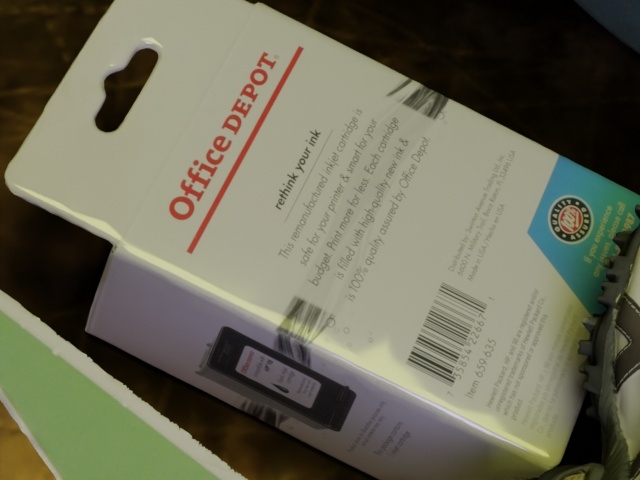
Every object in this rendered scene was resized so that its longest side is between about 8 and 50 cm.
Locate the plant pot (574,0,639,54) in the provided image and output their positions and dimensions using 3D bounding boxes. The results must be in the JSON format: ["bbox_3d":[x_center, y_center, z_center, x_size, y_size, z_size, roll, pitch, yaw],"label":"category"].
[{"bbox_3d":[0.230,-0.231,0.633,0.341,0.341,0.334,38,66,7],"label":"plant pot"}]

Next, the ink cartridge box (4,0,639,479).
[{"bbox_3d":[0.000,0.000,0.577,0.180,0.060,0.104,27,58,0],"label":"ink cartridge box"}]

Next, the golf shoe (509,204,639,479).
[{"bbox_3d":[0.114,0.057,0.512,0.093,0.077,0.198,4,48,29],"label":"golf shoe"}]

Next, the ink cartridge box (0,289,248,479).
[{"bbox_3d":[-0.131,0.108,0.352,0.171,0.056,0.235,34,66,24],"label":"ink cartridge box"}]
